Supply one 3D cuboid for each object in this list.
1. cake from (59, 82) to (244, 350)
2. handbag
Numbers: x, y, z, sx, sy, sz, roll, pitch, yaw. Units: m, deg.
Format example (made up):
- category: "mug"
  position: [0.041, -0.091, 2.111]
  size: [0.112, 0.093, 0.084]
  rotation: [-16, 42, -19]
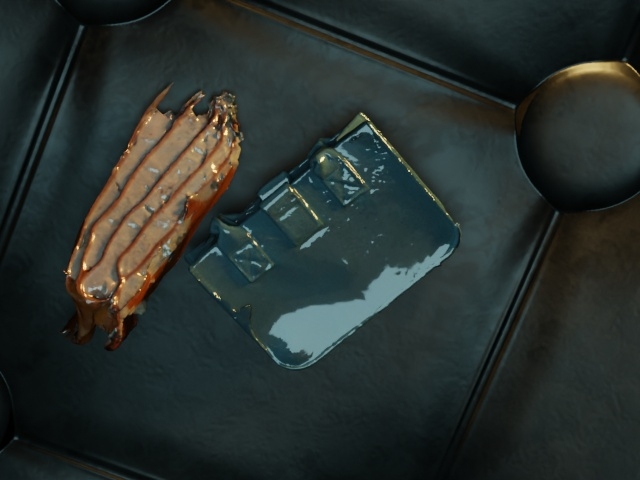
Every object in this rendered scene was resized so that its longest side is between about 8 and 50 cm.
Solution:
- category: "cake"
  position: [-0.166, -0.021, 1.859]
  size: [0.098, 0.135, 0.287]
  rotation: [28, 94, 7]
- category: "handbag"
  position: [0.000, 0.000, 1.871]
  size: [0.229, 0.062, 0.179]
  rotation: [-40, 109, 7]
